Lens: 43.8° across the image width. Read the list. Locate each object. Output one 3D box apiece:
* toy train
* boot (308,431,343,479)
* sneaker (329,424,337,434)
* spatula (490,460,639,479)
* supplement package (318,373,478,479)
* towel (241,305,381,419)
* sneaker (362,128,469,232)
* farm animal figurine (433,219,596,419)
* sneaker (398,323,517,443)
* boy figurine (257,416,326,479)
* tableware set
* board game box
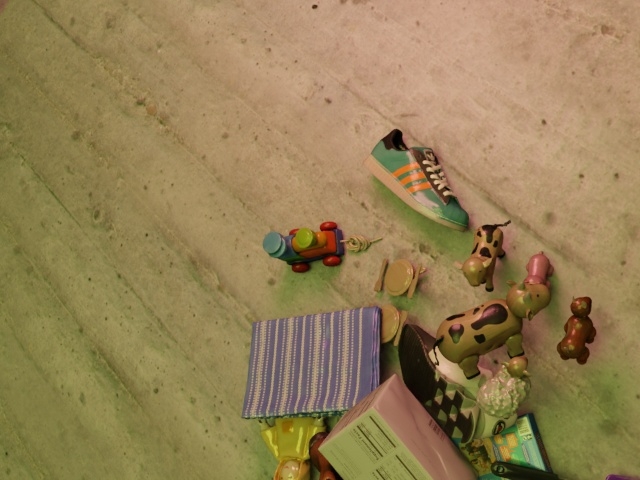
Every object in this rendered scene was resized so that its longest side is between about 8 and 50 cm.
[{"bbox_3d":[0.000,0.000,1.836,0.248,0.143,0.105,-12,75,29],"label":"toy train"},{"bbox_3d":[0.087,0.510,1.574,0.096,0.280,0.264,-38,98,-3],"label":"boot"},{"bbox_3d":[0.079,0.415,1.735,0.236,0.105,0.095,-41,65,19],"label":"sneaker"},{"bbox_3d":[0.469,0.460,1.495,0.297,0.030,0.084,9,86,17],"label":"spatula"},{"bbox_3d":[0.155,0.425,1.528,0.145,0.204,0.261,-41,85,18],"label":"supplement package"},{"bbox_3d":[-0.021,0.273,1.770,0.336,0.040,0.243,-10,59,25],"label":"towel"},{"bbox_3d":[0.225,-0.138,1.750,0.302,0.108,0.121,43,107,31],"label":"sneaker"},{"bbox_3d":[0.345,0.127,1.522,0.327,0.172,0.330,-39,52,-8],"label":"farm animal figurine"},{"bbox_3d":[0.278,0.289,1.647,0.330,0.146,0.122,53,137,49],"label":"sneaker"},{"bbox_3d":[-0.069,0.440,1.828,0.177,0.092,0.285,-4,75,27],"label":"boy figurine"},{"bbox_3d":[0.168,0.137,1.768,0.128,0.039,0.194,9,79,53],"label":"tableware set"},{"bbox_3d":[0.349,0.452,1.600,0.210,0.047,0.160,-23,71,25],"label":"board game box"}]
